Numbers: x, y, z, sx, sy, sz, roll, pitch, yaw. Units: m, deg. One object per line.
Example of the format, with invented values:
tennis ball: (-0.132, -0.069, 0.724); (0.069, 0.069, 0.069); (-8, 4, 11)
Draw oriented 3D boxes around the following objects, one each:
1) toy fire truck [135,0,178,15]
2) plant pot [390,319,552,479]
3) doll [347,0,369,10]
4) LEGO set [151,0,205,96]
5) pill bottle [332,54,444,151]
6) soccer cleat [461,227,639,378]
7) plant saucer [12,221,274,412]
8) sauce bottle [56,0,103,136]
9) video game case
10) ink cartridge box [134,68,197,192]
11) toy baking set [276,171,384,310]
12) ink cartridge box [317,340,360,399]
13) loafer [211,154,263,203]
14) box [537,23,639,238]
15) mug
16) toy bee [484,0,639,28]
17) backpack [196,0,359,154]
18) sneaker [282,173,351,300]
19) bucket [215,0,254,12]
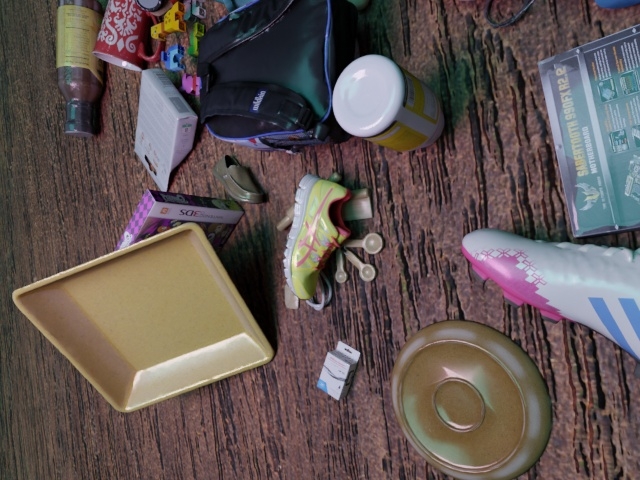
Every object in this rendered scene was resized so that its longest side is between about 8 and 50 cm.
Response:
toy fire truck: (-0.328, -0.632, 0.985); (0.246, 0.217, 0.158); (-36, 26, 7)
plant pot: (0.202, 0.235, 0.679); (0.236, 0.032, 0.236); (0, 90, 35)
doll: (0.038, -0.470, 0.755); (0.046, 0.129, 0.189); (6, 123, 59)
LEGO set: (-0.309, -0.425, 1.009); (0.093, 0.087, 0.227); (-1, 88, 34)
pill bottle: (0.105, -0.181, 0.658); (0.103, 0.184, 0.103); (-1, 89, 35)
soccer cleat: (0.333, 0.047, 0.540); (0.331, 0.116, 0.143); (33, 117, 22)
plant saucer: (-0.294, 0.137, 0.851); (0.333, 0.332, 0.081); (-21, 31, 4)
sauce bottle: (-0.619, -0.444, 1.211); (0.111, 0.111, 0.344); (4, 92, 35)
video game case: (-0.286, 0.012, 0.912); (0.042, 0.210, 0.232); (48, 114, 28)
ink cartridge box: (-0.355, -0.240, 1.063); (0.181, 0.056, 0.224); (51, 139, 24)
toy baking set: (-0.001, 0.010, 0.823); (0.256, 0.030, 0.196); (-34, 71, 29)
ink cartridge box: (0.031, 0.220, 0.799); (0.048, 0.028, 0.083); (23, 102, 32)
loafer: (-0.162, -0.121, 0.921); (0.148, 0.056, 0.050); (39, 117, 29)
box: (0.375, -0.129, 0.548); (0.183, 0.056, 0.231); (-14, 81, 35)
mug: (-0.439, -0.496, 1.108); (0.113, 0.150, 0.169); (-152, 77, -70)
toy bee: (0.327, -0.325, 0.518); (0.298, 0.162, 0.195); (-27, 71, 29)
backpack: (-0.068, -0.266, 0.767); (0.263, 0.213, 0.276); (0, 83, 27)
sneaker: (0.000, 0.000, 0.765); (0.094, 0.081, 0.208); (11, 98, 19)
bucket: (-0.159, -0.550, 0.822); (0.281, 0.183, 0.281); (-6, 82, 47)
